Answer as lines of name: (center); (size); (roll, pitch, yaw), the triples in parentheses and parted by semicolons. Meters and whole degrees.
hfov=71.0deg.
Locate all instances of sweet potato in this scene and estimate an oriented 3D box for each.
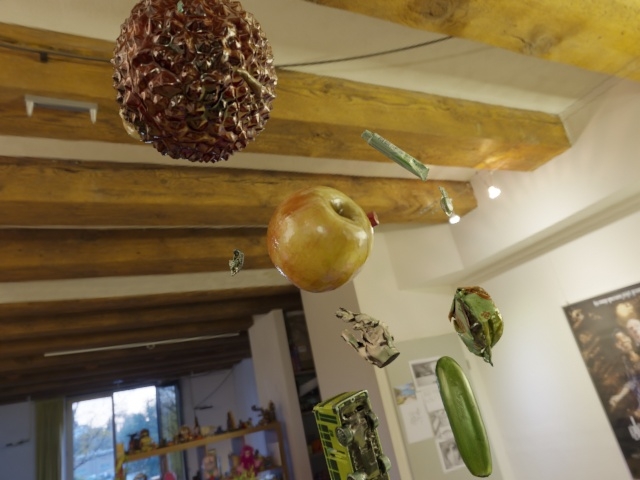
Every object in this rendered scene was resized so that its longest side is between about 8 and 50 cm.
sweet potato: (-0.147, -0.334, 0.942); (0.026, 0.026, 0.115); (-19, -19, 16)

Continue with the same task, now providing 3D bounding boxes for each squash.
squash: (0.354, 0.430, 1.109); (0.082, 0.292, 0.082); (-12, -23, -5)

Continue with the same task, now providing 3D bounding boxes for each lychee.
lychee: (-0.313, -0.437, 1.168); (0.424, 0.500, 0.424); (3, -29, 2)

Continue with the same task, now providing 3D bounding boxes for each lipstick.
lipstick: (0.109, -0.045, 1.906); (0.279, 0.073, 0.073); (-21, -22, 16)

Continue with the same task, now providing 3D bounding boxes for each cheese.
cheese: (0.449, -0.139, 1.606); (0.067, 0.121, 0.026); (26, -41, -37)

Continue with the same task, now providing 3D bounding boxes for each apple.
apple: (0.000, 0.000, 1.148); (0.286, 0.286, 0.233); (9, -51, -44)

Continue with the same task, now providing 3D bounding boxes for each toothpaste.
toothpaste: (0.285, -0.326, 1.698); (0.297, 0.075, 0.048); (32, -36, -7)

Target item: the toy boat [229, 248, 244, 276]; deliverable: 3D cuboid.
toy boat: (-0.238, 0.063, 1.254); (0.038, 0.038, 0.083); (1, -67, -33)

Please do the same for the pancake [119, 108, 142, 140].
pancake: (-0.512, -0.419, 1.455); (0.282, 0.282, 0.049); (-10, -38, -8)

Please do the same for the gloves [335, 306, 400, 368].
gloves: (0.135, 0.272, 1.327); (0.111, 0.212, 0.127); (-25, -31, -20)

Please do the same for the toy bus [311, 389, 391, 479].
toy bus: (0.054, 0.366, 0.813); (0.088, 0.175, 0.101); (-12, -4, -37)

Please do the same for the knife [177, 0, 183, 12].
knife: (-0.277, -0.464, 0.888); (0.014, 0.091, 0.005); (-32, -50, 5)

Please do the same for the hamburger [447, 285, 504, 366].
hamburger: (0.493, 0.273, 1.397); (0.125, 0.235, 0.214); (-25, -45, -4)
